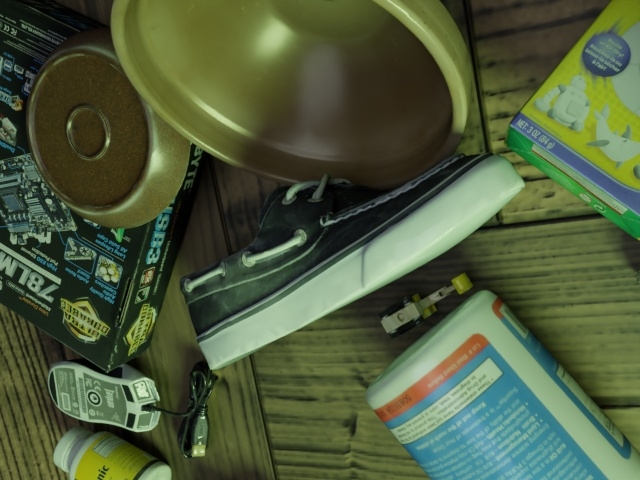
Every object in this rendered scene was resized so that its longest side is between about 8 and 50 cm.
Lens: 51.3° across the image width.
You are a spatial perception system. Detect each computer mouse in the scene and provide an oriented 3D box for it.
[{"bbox_3d":[-0.193,0.156,0.684,0.192,0.042,0.106,10,112,19],"label":"computer mouse"}]

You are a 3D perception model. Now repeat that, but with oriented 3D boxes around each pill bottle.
[{"bbox_3d":[0.146,0.155,0.468,0.221,0.124,0.124,50,117,9],"label":"pill bottle"},{"bbox_3d":[-0.221,0.242,0.703,0.116,0.065,0.065,20,110,22],"label":"pill bottle"}]

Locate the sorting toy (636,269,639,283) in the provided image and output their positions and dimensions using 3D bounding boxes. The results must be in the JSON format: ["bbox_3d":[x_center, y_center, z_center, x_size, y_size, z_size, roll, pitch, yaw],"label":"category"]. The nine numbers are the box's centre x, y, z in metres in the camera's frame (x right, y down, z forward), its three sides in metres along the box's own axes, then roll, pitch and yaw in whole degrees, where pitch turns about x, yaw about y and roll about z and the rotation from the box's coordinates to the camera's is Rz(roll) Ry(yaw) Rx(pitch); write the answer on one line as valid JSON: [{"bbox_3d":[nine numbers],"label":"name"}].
[{"bbox_3d":[0.248,0.029,0.417,0.083,0.075,0.045,24,111,19],"label":"sorting toy"}]

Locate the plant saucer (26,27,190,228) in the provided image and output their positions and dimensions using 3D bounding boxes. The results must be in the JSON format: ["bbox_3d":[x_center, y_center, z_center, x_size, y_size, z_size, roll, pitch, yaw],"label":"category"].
[{"bbox_3d":[-0.186,-0.090,0.554,0.168,0.029,0.169,6,105,23],"label":"plant saucer"}]

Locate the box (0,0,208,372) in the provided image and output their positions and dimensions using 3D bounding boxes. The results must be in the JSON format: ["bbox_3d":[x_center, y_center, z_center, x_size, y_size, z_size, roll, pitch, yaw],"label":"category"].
[{"bbox_3d":[-0.263,-0.069,0.648,0.295,0.073,0.293,27,113,17],"label":"box"}]

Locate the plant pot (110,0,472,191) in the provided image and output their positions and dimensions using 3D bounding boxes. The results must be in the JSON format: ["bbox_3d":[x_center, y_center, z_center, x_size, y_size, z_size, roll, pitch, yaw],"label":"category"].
[{"bbox_3d":[-0.010,-0.140,0.457,0.237,0.237,0.110,4,64,25],"label":"plant pot"}]

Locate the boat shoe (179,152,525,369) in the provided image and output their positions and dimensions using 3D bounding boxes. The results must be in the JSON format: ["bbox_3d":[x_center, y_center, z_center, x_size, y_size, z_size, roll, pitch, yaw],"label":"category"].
[{"bbox_3d":[0.000,0.000,0.492,0.301,0.108,0.102,-32,82,39],"label":"boat shoe"}]

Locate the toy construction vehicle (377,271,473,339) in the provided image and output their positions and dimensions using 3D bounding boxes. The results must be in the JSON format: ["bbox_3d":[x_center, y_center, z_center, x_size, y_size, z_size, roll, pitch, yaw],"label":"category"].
[{"bbox_3d":[0.062,0.028,0.535,0.098,0.035,0.086,-37,78,30],"label":"toy construction vehicle"}]

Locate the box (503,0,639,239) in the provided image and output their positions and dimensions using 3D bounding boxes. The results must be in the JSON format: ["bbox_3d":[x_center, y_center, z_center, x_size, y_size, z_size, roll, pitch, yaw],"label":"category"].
[{"bbox_3d":[0.207,-0.102,0.394,0.105,0.043,0.179,39,88,14],"label":"box"}]
